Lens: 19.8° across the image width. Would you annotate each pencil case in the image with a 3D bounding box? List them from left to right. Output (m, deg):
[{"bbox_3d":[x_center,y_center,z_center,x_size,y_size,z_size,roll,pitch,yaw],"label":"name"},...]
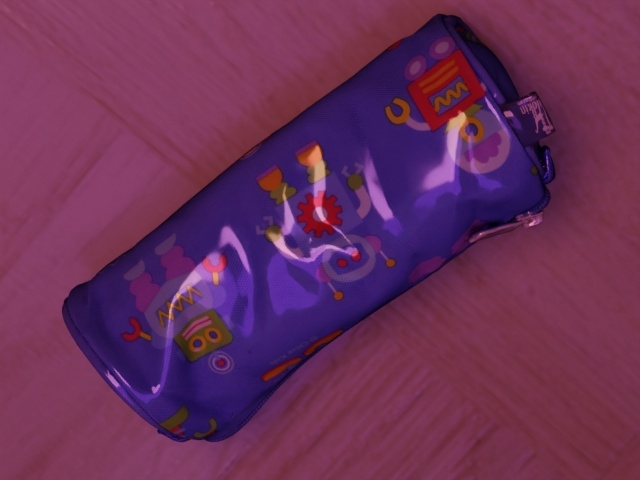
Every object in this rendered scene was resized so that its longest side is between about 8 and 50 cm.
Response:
[{"bbox_3d":[0.000,0.000,1.071,0.306,0.119,0.133,-36,81,10],"label":"pencil case"}]
